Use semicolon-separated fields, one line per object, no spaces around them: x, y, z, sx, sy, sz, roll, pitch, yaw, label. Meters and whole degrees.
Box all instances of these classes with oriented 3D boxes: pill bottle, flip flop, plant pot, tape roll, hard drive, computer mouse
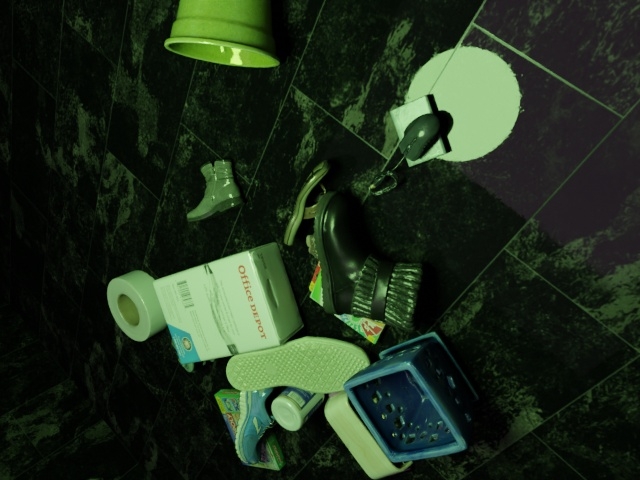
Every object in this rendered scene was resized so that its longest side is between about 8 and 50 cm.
-0.054;0.484;1.393;0.111;0.186;0.112;15;117;30;pill bottle
-0.027;-0.093;1.207;0.080;0.112;0.277;23;121;-3;flip flop
0.240;0.375;1.123;0.236;0.212;0.236;-36;86;39;plant pot
-0.761;0.272;1.877;0.286;0.100;0.287;14;116;31;tape roll
0.221;-0.244;1.010;0.094;0.022;0.135;-16;99;39;hard drive
-0.222;-0.570;1.068;0.275;0.276;0.254;14;105;31;plant pot
0.181;-0.187;1.019;0.071;0.041;0.242;46;129;11;computer mouse

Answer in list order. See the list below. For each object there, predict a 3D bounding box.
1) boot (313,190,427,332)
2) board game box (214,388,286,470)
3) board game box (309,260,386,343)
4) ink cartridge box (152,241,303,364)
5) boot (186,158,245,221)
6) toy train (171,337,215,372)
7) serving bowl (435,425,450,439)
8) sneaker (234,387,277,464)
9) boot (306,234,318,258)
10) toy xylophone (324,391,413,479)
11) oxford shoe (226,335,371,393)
0.132;0.047;1.122;0.260;0.131;0.348;4;109;33;boot
-0.275;0.729;1.746;0.213;0.046;0.318;-15;99;38;board game box
0.076;0.169;1.276;0.259;0.039;0.124;35;124;23;board game box
-0.286;0.198;1.402;0.394;0.166;0.286;-16;94;27;ink cartridge box
-0.347;-0.159;1.431;0.246;0.083;0.161;-17;91;33;boot
-0.478;0.338;1.687;0.190;0.142;0.334;37;129;33;toy train
0.333;0.509;1.229;0.083;0.027;0.084;15;117;31;serving bowl
-0.211;0.640;1.584;0.147;0.130;0.330;7;102;10;sneaker
0.000;0.000;1.256;0.086;0.042;0.119;19;118;32;boot
0.154;0.575;1.350;0.236;0.081;0.323;-33;87;40;toy xylophone
-0.065;0.362;1.341;0.448;0.130;0.169;-10;92;21;oxford shoe
